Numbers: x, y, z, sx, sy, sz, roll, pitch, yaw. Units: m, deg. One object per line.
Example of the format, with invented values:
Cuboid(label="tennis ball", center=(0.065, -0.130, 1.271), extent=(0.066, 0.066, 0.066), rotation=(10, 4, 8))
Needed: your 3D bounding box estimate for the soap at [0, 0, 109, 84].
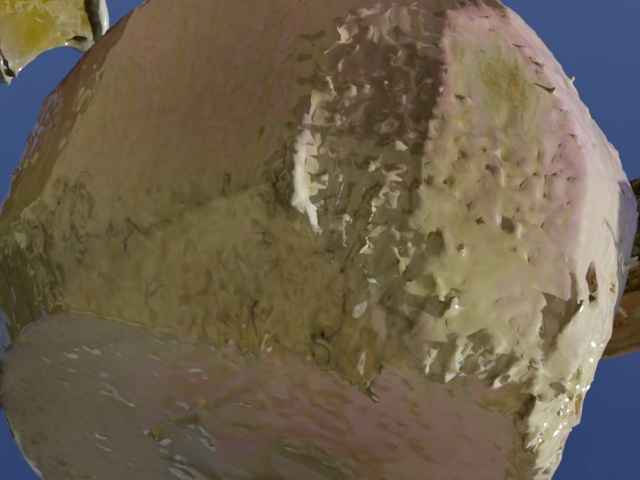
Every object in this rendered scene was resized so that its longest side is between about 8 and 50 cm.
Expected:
Cuboid(label="soap", center=(-0.340, -0.280, 1.359), extent=(0.169, 0.304, 0.339), rotation=(-35, -147, -29))

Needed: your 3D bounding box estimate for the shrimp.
Cuboid(label="shrimp", center=(0.262, 0.013, 1.503), extent=(0.154, 0.062, 0.294), rotation=(-3, -146, 24))

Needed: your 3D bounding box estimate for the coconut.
Cuboid(label="coconut", center=(0.000, 0.000, 1.110), extent=(0.405, 0.404, 0.404), rotation=(-13, -149, 8))
